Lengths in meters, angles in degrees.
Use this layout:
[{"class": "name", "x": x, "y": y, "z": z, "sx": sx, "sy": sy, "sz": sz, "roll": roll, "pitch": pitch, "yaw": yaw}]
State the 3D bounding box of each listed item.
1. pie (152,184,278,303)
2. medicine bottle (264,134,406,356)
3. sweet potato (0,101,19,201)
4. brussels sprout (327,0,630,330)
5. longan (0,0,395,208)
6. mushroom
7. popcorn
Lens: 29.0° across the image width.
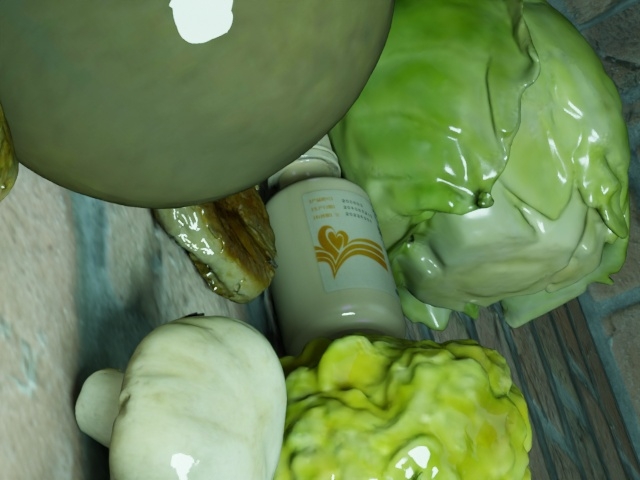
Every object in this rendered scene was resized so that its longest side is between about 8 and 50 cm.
[{"class": "pie", "x": -0.093, "y": -0.033, "z": 1.045, "sx": 0.195, "sy": 0.046, "sz": 0.195, "roll": 55, "pitch": 19, "yaw": -30}, {"class": "medicine bottle", "x": 0.000, "y": 0.000, "z": 1.166, "sx": 0.114, "sy": 0.114, "sz": 0.252, "roll": 44, "pitch": 25, "yaw": -50}, {"class": "sweet potato", "x": -0.261, "y": -0.114, "z": 0.610, "sx": 0.286, "sy": 0.085, "sz": 0.112, "roll": 43, "pitch": -9, "yaw": -27}, {"class": "brussels sprout", "x": 0.160, "y": -0.119, "z": 1.380, "sx": 0.425, "sy": 0.342, "sz": 0.361, "roll": 65, "pitch": 17, "yaw": -64}, {"class": "longan", "x": -0.107, "y": -0.178, "z": 0.778, "sx": 0.319, "sy": 0.318, "sz": 0.319, "roll": 55, "pitch": 19, "yaw": -29}, {"class": "mushroom", "x": -0.085, "y": 0.114, "z": 0.742, "sx": 0.154, "sy": 0.122, "sz": 0.154, "roll": 13, "pitch": 90, "yaw": -81}, {"class": "popcorn", "x": 0.046, "y": 0.190, "z": 0.908, "sx": 0.237, "sy": 0.205, "sz": 0.252, "roll": 48, "pitch": 50, "yaw": -82}]
